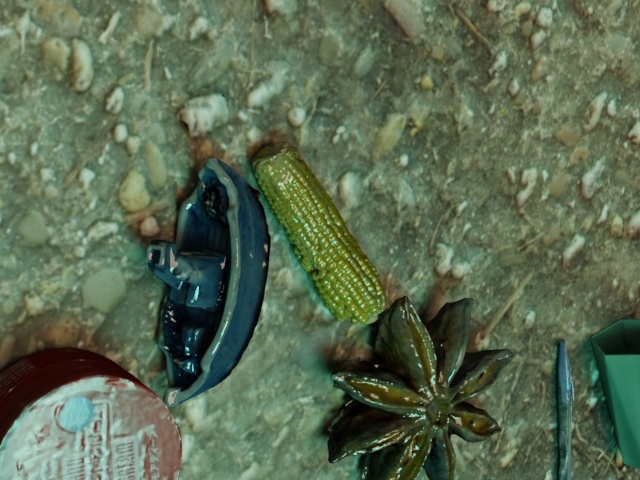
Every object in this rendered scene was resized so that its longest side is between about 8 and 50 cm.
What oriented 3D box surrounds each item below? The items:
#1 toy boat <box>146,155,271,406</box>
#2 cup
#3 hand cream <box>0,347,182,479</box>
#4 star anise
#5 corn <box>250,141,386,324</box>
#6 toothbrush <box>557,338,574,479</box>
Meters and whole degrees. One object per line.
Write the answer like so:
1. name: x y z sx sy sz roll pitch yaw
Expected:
1. toy boat: -0.149 0.051 1.220 0.143 0.129 0.309 8 93 -43
2. cup: 0.539 0.261 1.676 0.134 0.148 0.235 -12 110 4
3. hand cream: -0.286 0.242 1.152 0.230 0.149 0.230 -6 101 -33
4. star anise: 0.137 0.226 1.428 0.332 0.118 0.331 -9 109 -26
5. corn: 0.000 0.000 1.334 0.086 0.086 0.288 -40 112 -21
6. toothbrush: 0.405 0.364 1.654 0.035 0.042 0.413 -21 110 -66
